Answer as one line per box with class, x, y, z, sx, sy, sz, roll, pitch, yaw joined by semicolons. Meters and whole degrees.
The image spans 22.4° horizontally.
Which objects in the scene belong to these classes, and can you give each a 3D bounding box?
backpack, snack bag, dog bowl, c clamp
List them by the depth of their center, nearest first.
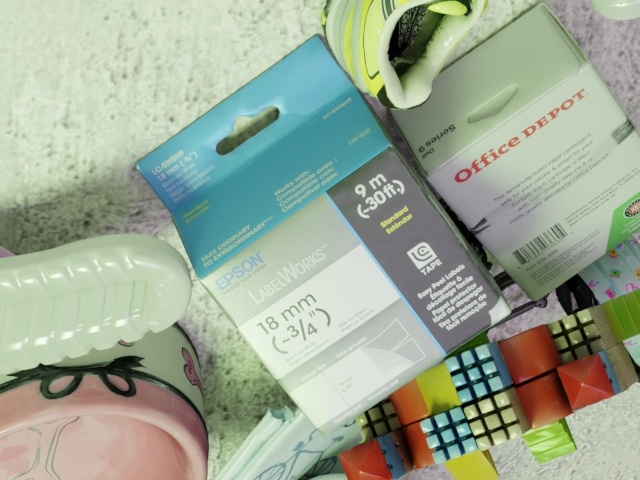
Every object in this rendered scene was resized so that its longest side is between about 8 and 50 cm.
dog bowl;-0.308;0.251;1.819;0.408;0.150;0.408;-15;137;-14
snack bag;0.015;0.209;1.921;0.342;0.037;0.323;-49;159;14
c clamp;0.235;0.078;1.999;0.160;0.022;0.137;-27;138;-25
backpack;0.371;0.072;2.010;0.115;0.152;0.182;-38;130;-5

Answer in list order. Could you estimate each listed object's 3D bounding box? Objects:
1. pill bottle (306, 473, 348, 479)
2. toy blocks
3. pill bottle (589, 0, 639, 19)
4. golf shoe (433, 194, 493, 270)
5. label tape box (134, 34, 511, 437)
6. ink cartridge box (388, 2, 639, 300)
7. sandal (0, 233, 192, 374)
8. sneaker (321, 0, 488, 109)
pill bottle;0.058;0.414;2.053;0.210;0.210;0.363;-31;162;4
toy blocks;0.178;0.169;1.747;0.381;0.191;0.261;-23;173;16
pill bottle;0.288;-0.311;1.597;0.112;0.112;0.187;-29;138;1
golf shoe;0.061;0.003;1.812;0.272;0.105;0.120;14;132;-26
label tape box;0.000;0.000;1.649;0.240;0.106;0.334;-35;107;7
ink cartridge box;0.240;-0.092;1.779;0.211;0.121;0.289;-35;138;9
sandal;-0.335;0.055;1.640;0.416;0.102;0.169;-4;133;0
sneaker;0.132;-0.291;1.512;0.145;0.147;0.385;3;129;-27
